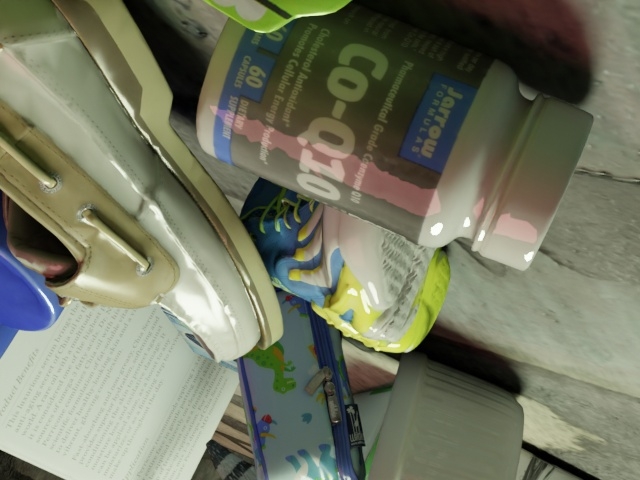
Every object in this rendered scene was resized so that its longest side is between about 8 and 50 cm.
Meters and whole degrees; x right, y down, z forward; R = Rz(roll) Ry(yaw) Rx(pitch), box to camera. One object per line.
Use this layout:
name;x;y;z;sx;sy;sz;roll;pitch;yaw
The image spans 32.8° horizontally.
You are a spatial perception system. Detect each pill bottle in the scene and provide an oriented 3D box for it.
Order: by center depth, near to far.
pill bottle;0.029;-0.044;0.422;0.137;0.078;0.078;23;164;9

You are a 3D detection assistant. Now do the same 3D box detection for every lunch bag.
lunch bag;-0.017;0.137;0.916;0.090;0.176;0.219;-11;159;-2

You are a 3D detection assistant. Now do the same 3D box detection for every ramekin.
ramekin;0.093;0.201;0.894;0.109;0.207;0.207;15;163;6

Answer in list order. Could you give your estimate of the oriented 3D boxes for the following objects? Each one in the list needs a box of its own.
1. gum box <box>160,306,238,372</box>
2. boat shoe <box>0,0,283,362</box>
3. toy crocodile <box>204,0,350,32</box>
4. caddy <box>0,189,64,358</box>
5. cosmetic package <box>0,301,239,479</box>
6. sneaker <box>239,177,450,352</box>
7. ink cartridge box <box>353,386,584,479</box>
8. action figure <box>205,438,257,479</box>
gum box;-0.075;0.111;1.149;0.157;0.041;0.184;23;163;11
boat shoe;-0.113;-0.022;0.557;0.113;0.103;0.302;41;165;42
toy crocodile;-0.125;-0.164;0.256;0.341;0.105;0.115;31;-155;-21
caddy;-0.275;-0.062;0.675;0.341;0.179;0.241;33;139;-22
cosmetic package;-0.284;0.127;1.186;0.162;0.230;0.453;16;161;32
sneaker;0.000;0.000;0.587;0.126;0.091;0.240;23;165;14
ink cartridge box;0.158;0.273;1.151;0.289;0.121;0.211;28;165;-4
action figure;-0.022;0.348;1.155;0.330;0.178;0.341;14;-174;29
